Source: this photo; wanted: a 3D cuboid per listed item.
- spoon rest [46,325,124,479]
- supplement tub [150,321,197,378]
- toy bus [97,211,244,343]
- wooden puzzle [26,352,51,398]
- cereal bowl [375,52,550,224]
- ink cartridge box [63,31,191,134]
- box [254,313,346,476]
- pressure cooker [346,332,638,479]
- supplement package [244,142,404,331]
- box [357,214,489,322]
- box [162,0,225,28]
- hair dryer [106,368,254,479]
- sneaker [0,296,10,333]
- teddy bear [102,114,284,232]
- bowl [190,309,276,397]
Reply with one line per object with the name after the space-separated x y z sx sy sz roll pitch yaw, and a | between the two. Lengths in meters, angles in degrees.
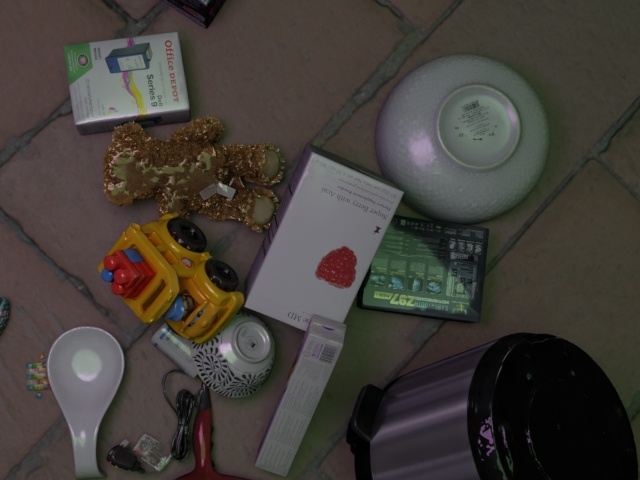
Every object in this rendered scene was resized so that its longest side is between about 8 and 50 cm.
-0.417 0.291 1.664 0.137 0.084 0.276 -3 86 -7 | spoon rest
-0.250 0.193 1.698 0.107 0.071 0.071 43 82 -2 | supplement tub
-0.268 0.072 1.564 0.220 0.211 0.149 48 112 14 | toy bus
-0.510 0.247 1.696 0.049 0.006 0.083 -4 85 -7 | wooden puzzle
0.281 -0.199 1.764 0.339 0.141 0.338 0 85 -6 | cereal bowl
-0.355 -0.290 1.723 0.213 0.093 0.154 -8 85 -9 | ink cartridge box
-0.037 0.275 1.629 0.067 0.063 0.324 19 120 -3 | box
0.270 0.375 1.579 0.376 0.420 0.369 -12 78 -41 | pressure cooker
0.000 0.000 1.653 0.178 0.175 0.292 23 99 -9 | supplement package
0.195 0.053 1.768 0.233 0.059 0.183 7 82 -6 | box
-0.214 -0.558 1.740 0.163 0.142 0.247 32 81 -3 | box
-0.213 0.392 1.676 0.293 0.080 0.223 41 75 -7 | hair dryer
-0.621 0.168 1.665 0.076 0.065 0.166 29 80 1 | sneaker
-0.231 -0.114 1.723 0.338 0.113 0.245 -10 98 -12 | teddy bear
-0.139 0.191 1.670 0.170 0.080 0.170 15 62 -30 | bowl
